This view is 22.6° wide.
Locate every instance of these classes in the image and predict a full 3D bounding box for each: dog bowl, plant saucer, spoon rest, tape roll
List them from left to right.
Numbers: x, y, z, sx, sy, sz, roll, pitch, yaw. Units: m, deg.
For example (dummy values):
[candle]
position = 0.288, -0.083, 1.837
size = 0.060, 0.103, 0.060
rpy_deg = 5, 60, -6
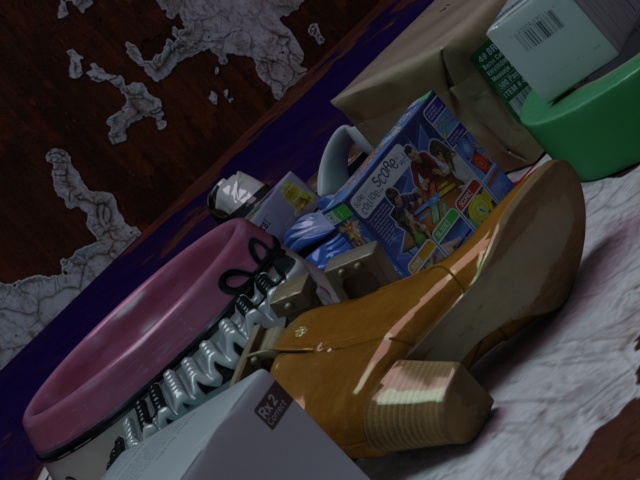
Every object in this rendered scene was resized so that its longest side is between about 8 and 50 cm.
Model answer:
[dog bowl]
position = -0.163, 0.138, 1.803
size = 0.408, 0.150, 0.408
rpy_deg = -40, 11, 9
[plant saucer]
position = 0.036, -0.109, 2.417
size = 0.168, 0.029, 0.168
rpy_deg = -40, 10, 8
[spoon rest]
position = 0.076, -0.132, 2.157
size = 0.137, 0.084, 0.276
rpy_deg = -3, -14, -31
[tape roll]
position = 0.336, -0.189, 1.519
size = 0.321, 0.077, 0.321
rpy_deg = -41, 11, 9

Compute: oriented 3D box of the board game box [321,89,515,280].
[board game box]
position = 0.102, -0.043, 1.604
size = 0.035, 0.136, 0.201
rpy_deg = -30, 15, 48

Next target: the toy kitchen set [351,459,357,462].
[toy kitchen set]
position = -0.031, 0.168, 1.333
size = 0.075, 0.083, 0.068
rpy_deg = -42, 24, -2

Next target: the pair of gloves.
[pair of gloves]
position = 0.000, 0.000, 2.011
size = 0.159, 0.023, 0.198
rpy_deg = -27, 28, 32

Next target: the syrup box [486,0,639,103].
[syrup box]
position = 0.253, -0.239, 1.546
size = 0.093, 0.096, 0.237
rpy_deg = -34, 14, 37

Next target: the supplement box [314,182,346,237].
[supplement box]
position = 0.029, -0.039, 2.133
size = 0.062, 0.036, 0.098
rpy_deg = -42, 11, 2

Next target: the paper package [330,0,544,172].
[paper package]
position = 0.218, -0.227, 1.852
size = 0.325, 0.168, 0.309
rpy_deg = -45, 11, -22

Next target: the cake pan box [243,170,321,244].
[cake pan box]
position = -0.134, 0.054, 2.186
size = 0.267, 0.070, 0.246
rpy_deg = -43, 6, 48

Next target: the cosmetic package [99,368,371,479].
[cosmetic package]
position = -0.078, 0.219, 1.147
size = 0.183, 0.151, 0.151
rpy_deg = -33, 14, 41

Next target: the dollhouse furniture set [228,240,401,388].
[dollhouse furniture set]
position = 0.006, 0.111, 1.384
size = 0.151, 0.144, 0.123
rpy_deg = -21, 23, 23

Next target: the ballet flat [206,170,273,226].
[ballet flat]
position = -0.134, -0.059, 2.647
size = 0.095, 0.096, 0.280
rpy_deg = -44, 11, -17

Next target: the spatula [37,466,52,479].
[spatula]
position = -0.315, 0.243, 2.156
size = 0.168, 0.019, 0.242
rpy_deg = -35, 25, 60

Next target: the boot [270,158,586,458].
[boot]
position = 0.076, 0.050, 1.291
size = 0.211, 0.104, 0.295
rpy_deg = -4, 43, 43

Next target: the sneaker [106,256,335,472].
[sneaker]
position = -0.090, 0.154, 1.569
size = 0.292, 0.118, 0.110
rpy_deg = -44, 16, 4
